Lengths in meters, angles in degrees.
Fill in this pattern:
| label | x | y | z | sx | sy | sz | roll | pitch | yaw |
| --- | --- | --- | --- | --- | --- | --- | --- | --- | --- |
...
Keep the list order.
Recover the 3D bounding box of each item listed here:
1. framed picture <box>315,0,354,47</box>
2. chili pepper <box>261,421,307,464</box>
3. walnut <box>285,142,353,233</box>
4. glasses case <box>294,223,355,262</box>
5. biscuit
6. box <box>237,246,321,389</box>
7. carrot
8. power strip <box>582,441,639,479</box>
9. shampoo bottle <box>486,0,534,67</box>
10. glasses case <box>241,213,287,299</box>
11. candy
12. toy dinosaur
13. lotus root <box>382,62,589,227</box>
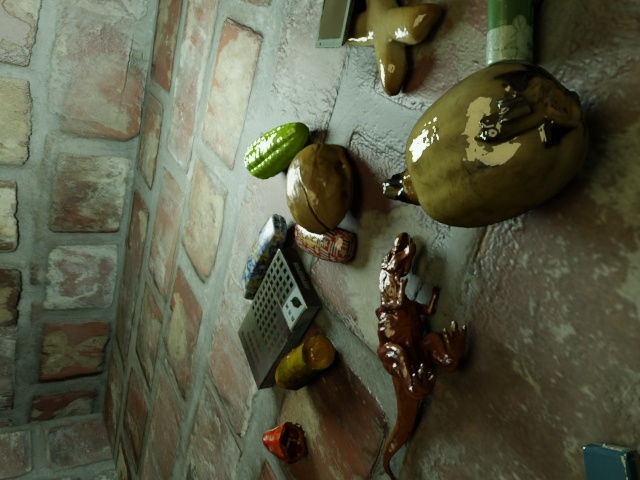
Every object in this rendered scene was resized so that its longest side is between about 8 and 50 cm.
| label | x | y | z | sx | sy | sz | roll | pitch | yaw |
| --- | --- | --- | --- | --- | --- | --- | --- | --- | --- |
| framed picture | 0.044 | -0.514 | 1.048 | 0.216 | 0.015 | 0.274 | -127 | 46 | -65 |
| chili pepper | -0.099 | 0.464 | 1.253 | 0.169 | 0.064 | 0.088 | -30 | 64 | 58 |
| walnut | -0.019 | -0.115 | 1.079 | 0.167 | 0.087 | 0.211 | -43 | 43 | 35 |
| glasses case | 0.000 | 0.000 | 1.117 | 0.194 | 0.049 | 0.073 | 20 | 106 | 56 |
| biscuit | 0.115 | -0.376 | 0.951 | 0.208 | 0.047 | 0.164 | 62 | 140 | 38 |
| box | -0.109 | 0.191 | 1.286 | 0.325 | 0.047 | 0.180 | -62 | 42 | 37 |
| carrot | -0.038 | 0.263 | 1.142 | 0.173 | 0.082 | 0.082 | -52 | 48 | 48 |
| power strip | 0.332 | 0.291 | 0.602 | 0.056 | 0.032 | 0.123 | -18 | 73 | 55 |
| shampoo bottle | 0.256 | -0.333 | 0.718 | 0.065 | 0.065 | 0.205 | 1 | 90 | 57 |
| glasses case | -0.141 | 0.043 | 1.319 | 0.087 | 0.065 | 0.248 | -105 | 33 | -43 |
| candy | -0.095 | -0.213 | 1.238 | 0.209 | 0.096 | 0.097 | -26 | 67 | 49 |
| toy dinosaur | 0.140 | 0.200 | 0.851 | 0.208 | 0.097 | 0.433 | 176 | 97 | -71 |
| lotus root | 0.194 | -0.105 | 0.707 | 0.310 | 0.182 | 0.183 | -31 | 64 | 56 |
